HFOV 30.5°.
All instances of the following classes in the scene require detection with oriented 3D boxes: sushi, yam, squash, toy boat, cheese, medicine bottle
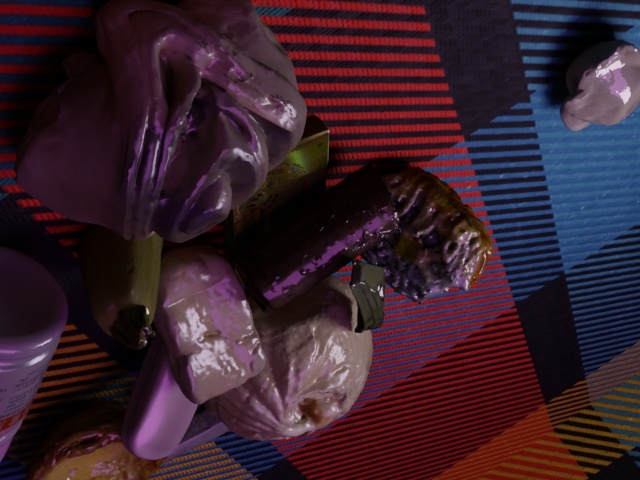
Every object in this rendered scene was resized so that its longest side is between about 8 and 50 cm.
[{"bbox_3d":[0.163,-0.017,2.017,0.184,0.274,0.139,-46,173,17],"label":"sushi"},{"bbox_3d":[-0.001,-0.001,1.862,0.279,0.131,0.131,-34,150,-6],"label":"yam"},{"bbox_3d":[-0.294,0.066,1.677,0.137,0.287,0.137,-2,124,-3],"label":"squash"},{"bbox_3d":[0.080,0.094,1.937,0.055,0.093,0.293,2,163,4],"label":"toy boat"},{"bbox_3d":[-0.192,0.131,1.897,0.159,0.093,0.263,-30,119,-30],"label":"cheese"},{"bbox_3d":[-0.496,0.179,1.657,0.202,0.202,0.316,-5,139,-39],"label":"medicine bottle"}]

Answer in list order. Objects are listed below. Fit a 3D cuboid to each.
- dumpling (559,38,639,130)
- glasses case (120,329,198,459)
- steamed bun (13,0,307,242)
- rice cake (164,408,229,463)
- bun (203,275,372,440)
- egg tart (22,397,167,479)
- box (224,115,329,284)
[{"bbox_3d":[0.494,-0.270,2.050,0.162,0.132,0.250,-42,165,-4],"label":"dumpling"},{"bbox_3d":[-0.249,0.230,1.994,0.113,0.075,0.297,21,92,-47],"label":"glasses case"},{"bbox_3d":[-0.183,-0.132,1.475,0.352,0.247,0.339,4,132,-40],"label":"steamed bun"},{"bbox_3d":[-0.165,0.333,2.335,0.364,0.056,0.073,-27,155,-12],"label":"rice cake"},{"bbox_3d":[-0.044,0.235,2.147,0.349,0.227,0.352,-37,151,1],"label":"bun"},{"bbox_3d":[-0.404,0.375,2.105,0.294,0.123,0.294,-22,149,-14],"label":"egg tart"},{"bbox_3d":[-0.073,-0.056,1.886,0.173,0.043,0.311,-24,148,-19],"label":"box"}]
